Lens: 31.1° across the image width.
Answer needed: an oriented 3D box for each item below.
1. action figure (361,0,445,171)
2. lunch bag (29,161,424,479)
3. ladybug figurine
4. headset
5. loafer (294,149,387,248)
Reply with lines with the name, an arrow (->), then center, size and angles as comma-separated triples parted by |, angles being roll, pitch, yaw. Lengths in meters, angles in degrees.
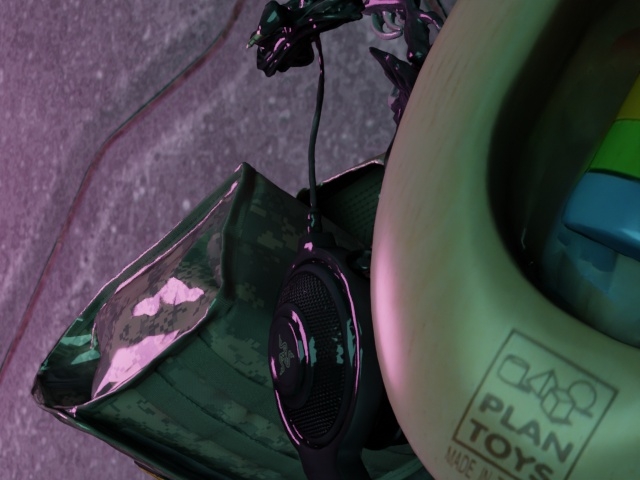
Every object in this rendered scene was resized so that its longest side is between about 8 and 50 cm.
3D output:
action figure -> 0.115, -0.163, 0.863 | 0.276, 0.164, 0.141 | -56, 29, -3
lunch bag -> -0.065, 0.116, 0.904 | 0.287, 0.235, 0.169 | -38, 30, 36
ladybug figurine -> 0.202, -0.037, 0.587 | 0.305, 0.162, 0.449 | 32, 86, 25
headset -> 0.075, 0.029, 0.707 | 0.394, 0.243, 0.185 | 59, 152, -2
loafer -> 0.000, 0.000, 0.974 | 0.268, 0.092, 0.102 | -39, 64, 26
